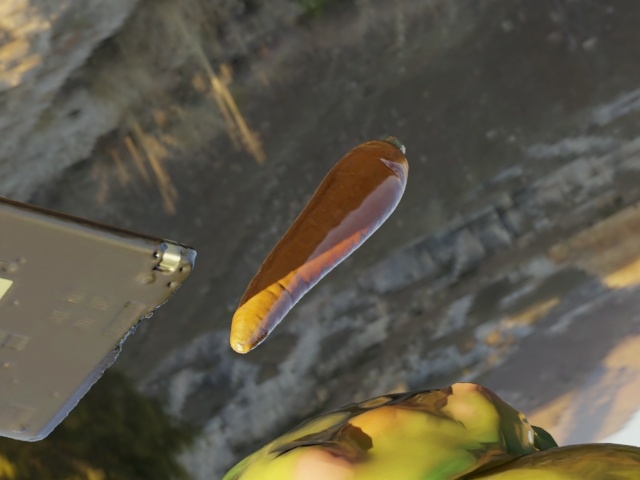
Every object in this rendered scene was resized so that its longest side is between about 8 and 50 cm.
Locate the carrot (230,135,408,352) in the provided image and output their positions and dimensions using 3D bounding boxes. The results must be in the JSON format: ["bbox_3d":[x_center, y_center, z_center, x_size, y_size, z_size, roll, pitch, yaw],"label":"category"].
[{"bbox_3d":[0.000,0.000,0.666,0.142,0.035,0.035,-50,-175,-31],"label":"carrot"}]

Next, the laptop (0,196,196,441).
[{"bbox_3d":[-0.150,0.022,0.528,0.180,0.016,0.129,16,132,-32],"label":"laptop"}]

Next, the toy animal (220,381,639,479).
[{"bbox_3d":[0.085,0.171,0.609,0.216,0.191,0.338,-17,-163,-38],"label":"toy animal"}]
